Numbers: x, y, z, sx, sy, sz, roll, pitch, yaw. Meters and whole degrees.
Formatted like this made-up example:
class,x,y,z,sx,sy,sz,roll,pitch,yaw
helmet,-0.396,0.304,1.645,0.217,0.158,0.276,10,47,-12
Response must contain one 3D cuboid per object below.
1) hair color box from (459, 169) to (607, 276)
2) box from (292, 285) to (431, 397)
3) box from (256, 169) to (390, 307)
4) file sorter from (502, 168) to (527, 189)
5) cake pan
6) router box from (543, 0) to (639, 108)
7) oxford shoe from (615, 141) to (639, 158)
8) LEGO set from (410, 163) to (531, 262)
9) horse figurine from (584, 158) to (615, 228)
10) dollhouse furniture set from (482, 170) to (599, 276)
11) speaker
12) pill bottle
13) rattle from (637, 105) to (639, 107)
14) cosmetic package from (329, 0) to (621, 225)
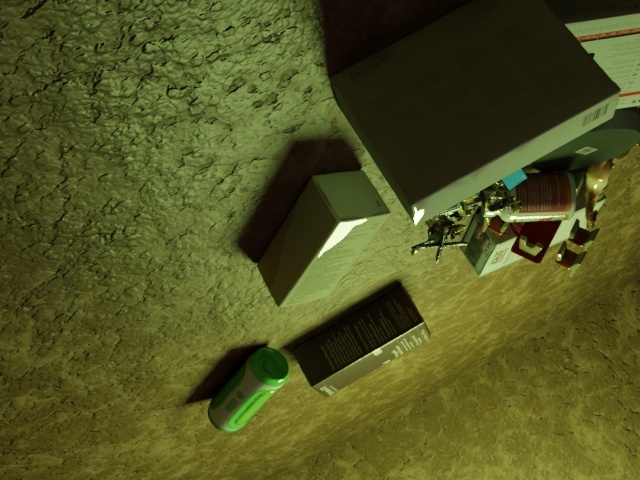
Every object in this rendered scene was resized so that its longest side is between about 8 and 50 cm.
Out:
class,x,y,z,sx,sy,sz,roll,pitch,yaw
hair color box,0.593,-0.048,2.261,0.375,0.113,0.185,-22,154,-18
box,0.127,0.305,2.397,0.381,0.143,0.191,-30,155,4
box,0.000,0.000,1.705,0.148,0.121,0.311,-9,148,-38
file sorter,0.369,-0.169,1.804,0.118,0.104,0.170,-35,154,14
cake pan,0.612,-0.232,1.885,0.293,0.054,0.293,-9,165,-2
router box,0.552,-0.364,1.545,0.336,0.082,0.301,-9,153,-1
oxford shoe,0.829,-0.275,2.111,0.083,0.096,0.227,-23,156,-19
LEGO set,0.301,-0.106,1.579,0.255,0.192,0.331,-12,138,-12
horse figurine,0.738,-0.179,2.114,0.174,0.066,0.263,-53,156,-32
dollhouse furniture set,0.586,-0.058,2.100,0.259,0.262,0.135,-56,164,-19
speaker,-0.206,0.424,2.275,0.131,0.131,0.296,-4,144,-43
pill bottle,0.507,-0.107,1.984,0.216,0.121,0.121,-1,153,2
rattle,0.704,-0.355,1.904,0.200,0.142,0.130,-8,118,-10
cosmetic package,0.247,-0.237,1.336,0.377,0.284,0.097,-28,157,-2
